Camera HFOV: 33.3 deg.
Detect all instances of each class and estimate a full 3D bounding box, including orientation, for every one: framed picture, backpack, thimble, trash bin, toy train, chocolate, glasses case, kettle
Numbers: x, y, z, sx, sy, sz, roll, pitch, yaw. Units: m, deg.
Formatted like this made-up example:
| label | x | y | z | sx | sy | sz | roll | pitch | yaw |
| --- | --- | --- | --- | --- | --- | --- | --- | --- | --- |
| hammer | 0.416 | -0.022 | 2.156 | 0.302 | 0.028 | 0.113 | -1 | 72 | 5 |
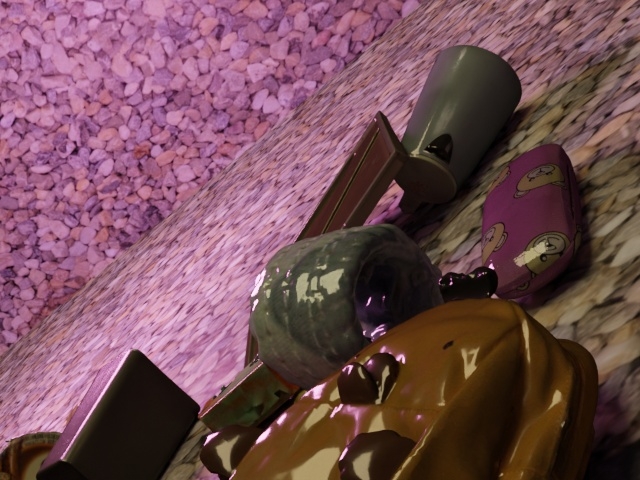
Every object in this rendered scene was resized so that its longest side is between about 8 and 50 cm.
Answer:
| label | x | y | z | sx | sy | sz | roll | pitch | yaw |
| --- | --- | --- | --- | --- | --- | --- | --- | --- | --- |
| framed picture | 0.000 | 0.000 | 1.805 | 0.446 | 0.028 | 0.326 | -56 | 11 | 15 |
| backpack | 0.072 | 0.203 | 0.951 | 0.354 | 0.201 | 0.378 | -14 | 36 | 54 |
| thimble | 0.038 | 0.088 | 1.318 | 0.172 | 0.204 | 0.250 | -15 | -1 | 37 |
| trash bin | -0.326 | 0.326 | 1.739 | 0.122 | 0.164 | 0.240 | -32 | 22 | 39 |
| toy train | -0.096 | 0.220 | 1.562 | 0.188 | 0.072 | 0.099 | -43 | 2 | 17 |
| chocolate | -0.471 | 0.438 | 1.801 | 0.221 | 0.221 | 0.147 | -54 | -3 | -34 |
| glasses case | 0.262 | -0.030 | 1.337 | 0.123 | 0.076 | 0.316 | -36 | 16 | 24 |
| kettle | 0.205 | -0.172 | 1.785 | 0.243 | 0.160 | 0.210 | -59 | 2 | -28 |

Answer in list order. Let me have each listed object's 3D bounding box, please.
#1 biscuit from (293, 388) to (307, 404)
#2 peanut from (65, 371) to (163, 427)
| label | x | y | z | sx | sy | sz | roll | pitch | yaw |
| --- | --- | --- | --- | --- | --- | --- | --- | --- | --- |
| biscuit | 0.024 | 0.208 | 1.420 | 0.144 | 0.016 | 0.203 | -41 | 16 | 8 |
| peanut | -0.372 | 0.315 | 1.945 | 0.224 | 0.129 | 0.129 | -48 | 15 | -8 |
